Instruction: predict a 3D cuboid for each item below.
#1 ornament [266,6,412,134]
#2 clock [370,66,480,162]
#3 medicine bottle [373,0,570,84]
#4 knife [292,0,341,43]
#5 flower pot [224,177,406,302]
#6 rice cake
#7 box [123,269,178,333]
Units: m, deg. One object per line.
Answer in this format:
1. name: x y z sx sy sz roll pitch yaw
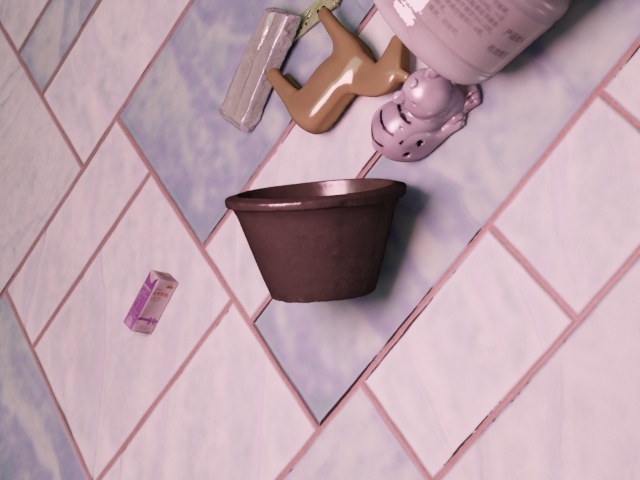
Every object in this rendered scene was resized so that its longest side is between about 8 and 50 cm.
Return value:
1. ornament: 0.038 -0.270 1.735 0.230 0.061 0.245 -49 49 20
2. clock: 0.136 -0.188 1.581 0.176 0.117 0.080 -40 54 29
3. medicine bottle: 0.240 -0.387 1.451 0.306 0.245 0.245 -40 54 27
4. knife: 0.026 -0.415 1.815 0.293 0.020 0.043 -36 57 32
5. flower pot: 0.000 0.000 1.599 0.269 0.269 0.166 2 103 43
6. rice cake: -0.107 -0.302 1.883 0.085 0.040 0.226 42 113 41
7. box: -0.309 0.112 1.961 0.036 0.051 0.117 41 108 40
